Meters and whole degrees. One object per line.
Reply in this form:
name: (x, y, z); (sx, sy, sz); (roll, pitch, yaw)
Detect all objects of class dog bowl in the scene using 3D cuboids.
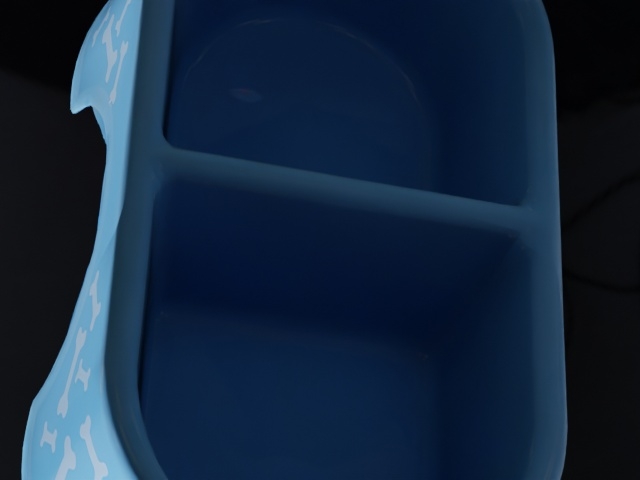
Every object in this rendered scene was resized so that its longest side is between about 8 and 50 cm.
dog bowl: (0.000, 0.000, 0.548); (0.074, 0.166, 0.297); (118, 159, -57)
